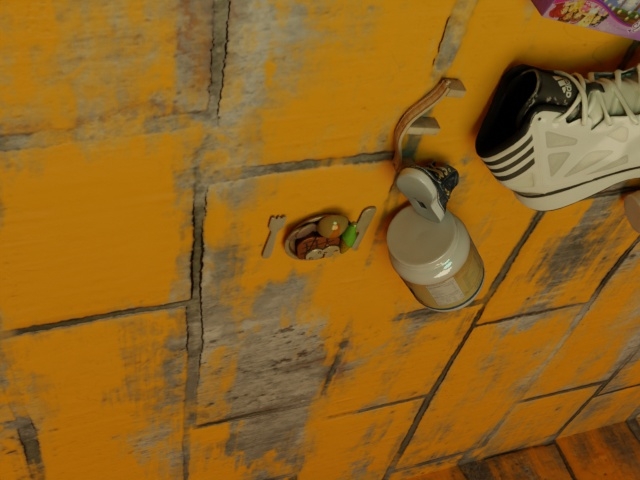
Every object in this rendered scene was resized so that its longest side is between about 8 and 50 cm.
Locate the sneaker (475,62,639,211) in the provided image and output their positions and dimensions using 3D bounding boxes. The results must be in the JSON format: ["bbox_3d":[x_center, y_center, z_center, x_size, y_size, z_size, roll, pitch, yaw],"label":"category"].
[{"bbox_3d":[0.436,-0.192,1.229,0.448,0.169,0.257,-27,148,31],"label":"sneaker"}]

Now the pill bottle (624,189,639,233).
[{"bbox_3d":[0.712,-0.085,1.625,0.215,0.117,0.117,-19,147,-3],"label":"pill bottle"}]

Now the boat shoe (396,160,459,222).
[{"bbox_3d":[0.174,-0.098,1.328,0.083,0.065,0.183,-64,158,-10],"label":"boat shoe"}]

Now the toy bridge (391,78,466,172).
[{"bbox_3d":[0.151,-0.174,1.265,0.063,0.026,0.188,-1,143,-27],"label":"toy bridge"}]

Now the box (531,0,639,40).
[{"bbox_3d":[0.449,-0.370,1.120,0.293,0.057,0.201,2,142,-32],"label":"box"}]

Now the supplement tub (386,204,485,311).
[{"bbox_3d":[0.205,0.030,1.483,0.144,0.144,0.199,-27,146,9],"label":"supplement tub"}]

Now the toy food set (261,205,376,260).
[{"bbox_3d":[0.000,0.000,1.420,0.192,0.038,0.132,-6,144,-21],"label":"toy food set"}]
